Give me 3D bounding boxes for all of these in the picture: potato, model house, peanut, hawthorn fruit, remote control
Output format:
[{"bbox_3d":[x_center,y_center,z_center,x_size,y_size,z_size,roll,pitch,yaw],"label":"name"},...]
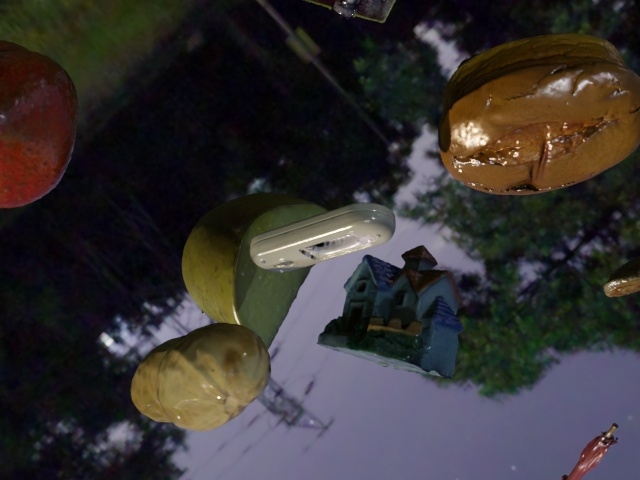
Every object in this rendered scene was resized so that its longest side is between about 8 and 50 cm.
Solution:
[{"bbox_3d":[-0.173,0.012,1.833,0.280,0.213,0.330,7,-124,41],"label":"potato"},{"bbox_3d":[0.202,0.145,2.271,0.295,0.251,0.329,-1,-113,55],"label":"model house"},{"bbox_3d":[-0.187,0.207,1.370,0.318,0.147,0.147,-22,-157,51],"label":"peanut"},{"bbox_3d":[-0.537,-0.177,1.521,0.275,0.275,0.300,-61,170,-61],"label":"hawthorn fruit"},{"bbox_3d":[0.000,0.000,1.224,0.221,0.078,0.042,-18,-121,34],"label":"remote control"}]

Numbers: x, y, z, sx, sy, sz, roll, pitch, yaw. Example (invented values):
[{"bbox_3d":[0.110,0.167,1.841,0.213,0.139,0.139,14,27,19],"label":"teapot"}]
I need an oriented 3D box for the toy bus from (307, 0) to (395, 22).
[{"bbox_3d":[-0.009,-0.480,1.647,0.113,0.301,0.139,-60,-144,31],"label":"toy bus"}]

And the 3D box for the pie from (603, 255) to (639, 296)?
[{"bbox_3d":[0.760,0.078,2.208,0.193,0.079,0.163,-26,174,16],"label":"pie"}]

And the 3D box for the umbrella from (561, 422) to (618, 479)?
[{"bbox_3d":[0.353,0.285,1.223,0.025,0.027,0.165,-47,163,-42],"label":"umbrella"}]

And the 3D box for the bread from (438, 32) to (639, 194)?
[{"bbox_3d":[0.284,-0.160,1.211,0.269,0.195,0.143,-13,-140,12],"label":"bread"}]
